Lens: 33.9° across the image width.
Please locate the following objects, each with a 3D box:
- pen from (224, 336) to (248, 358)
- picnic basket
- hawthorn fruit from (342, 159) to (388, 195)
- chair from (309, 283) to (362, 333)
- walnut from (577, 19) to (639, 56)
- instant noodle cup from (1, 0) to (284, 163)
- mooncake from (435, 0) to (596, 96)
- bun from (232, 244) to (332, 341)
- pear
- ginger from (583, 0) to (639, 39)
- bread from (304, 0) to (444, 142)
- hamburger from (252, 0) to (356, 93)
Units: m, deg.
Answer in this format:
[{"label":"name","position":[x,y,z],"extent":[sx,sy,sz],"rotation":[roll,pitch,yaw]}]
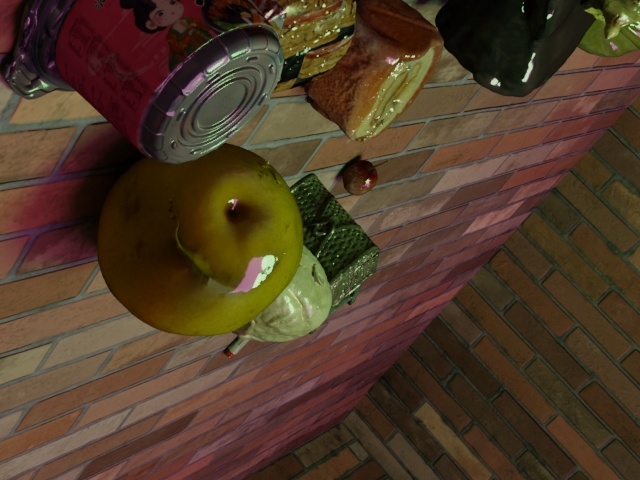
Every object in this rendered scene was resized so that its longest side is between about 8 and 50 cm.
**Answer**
[{"label":"pen","position":[-0.141,0.190,2.409],"extent":[0.218,0.026,0.026],"rotation":[-46,164,11]},{"label":"picnic basket","position":[0.000,0.000,1.953],"extent":[0.134,0.196,0.154],"rotation":[-36,164,-11]},{"label":"hawthorn fruit","position":[0.088,-0.131,2.036],"extent":[0.103,0.067,0.067],"rotation":[-38,169,37]},{"label":"chair","position":[0.000,0.072,2.225],"extent":[0.136,0.147,0.270],"rotation":[-35,164,-21]},{"label":"walnut","position":[0.612,-0.487,2.018],"extent":[0.277,0.282,0.253],"rotation":[-33,122,-45]},{"label":"instant noodle cup","position":[-0.156,-0.198,1.098],"extent":[0.302,0.181,0.258],"rotation":[-44,165,5]},{"label":"mooncake","position":[0.344,-0.430,1.615],"extent":[0.350,0.212,0.381],"rotation":[-32,155,-39]},{"label":"bun","position":[-0.101,0.097,1.851],"extent":[0.153,0.244,0.244],"rotation":[-61,177,-35]},{"label":"pear","position":[-0.167,0.009,1.452],"extent":[0.285,0.285,0.336],"rotation":[-37,165,-18]},{"label":"ginger","position":[0.465,-0.384,1.533],"extent":[0.216,0.102,0.157],"rotation":[-57,-169,-11]},{"label":"bread","position":[0.077,-0.256,1.607],"extent":[0.190,0.123,0.244],"rotation":[-31,162,-38]},{"label":"hamburger","position":[-0.054,-0.271,1.303],"extent":[0.231,0.107,0.231],"rotation":[-31,163,-11]}]
